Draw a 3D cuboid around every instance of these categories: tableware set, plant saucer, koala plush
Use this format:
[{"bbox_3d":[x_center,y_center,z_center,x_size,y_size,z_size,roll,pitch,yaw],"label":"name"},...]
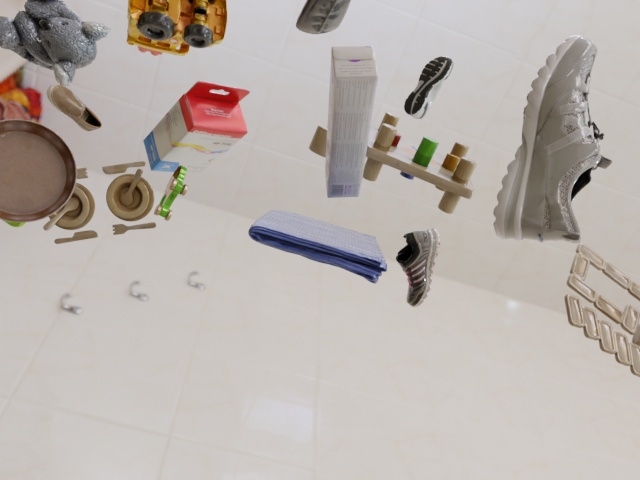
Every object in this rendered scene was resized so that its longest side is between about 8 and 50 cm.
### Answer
[{"bbox_3d":[-0.396,-0.069,1.082,0.039,0.194,0.128,-117,-162,-86],"label":"tableware set"},{"bbox_3d":[-0.485,-0.111,0.985,0.029,0.168,0.168,-14,-121,62],"label":"plant saucer"},{"bbox_3d":[-0.581,-0.453,1.373,0.196,0.221,0.203,-55,148,-7],"label":"koala plush"}]

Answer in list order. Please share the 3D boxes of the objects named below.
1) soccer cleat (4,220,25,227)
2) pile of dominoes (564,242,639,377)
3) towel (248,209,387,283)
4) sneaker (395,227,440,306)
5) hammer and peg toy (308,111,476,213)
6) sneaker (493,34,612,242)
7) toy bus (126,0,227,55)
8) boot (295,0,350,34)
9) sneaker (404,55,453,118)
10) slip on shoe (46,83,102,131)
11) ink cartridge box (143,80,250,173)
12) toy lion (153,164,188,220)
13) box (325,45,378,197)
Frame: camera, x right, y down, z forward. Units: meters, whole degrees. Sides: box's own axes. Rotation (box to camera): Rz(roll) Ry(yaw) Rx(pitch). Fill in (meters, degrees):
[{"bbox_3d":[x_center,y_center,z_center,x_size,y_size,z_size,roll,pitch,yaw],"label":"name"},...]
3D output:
[{"bbox_3d":[-0.579,-0.106,1.097,0.060,0.179,0.072,-31,-173,-5],"label":"soccer cleat"},{"bbox_3d":[0.522,0.145,1.063,0.196,0.251,0.040,-51,178,-40],"label":"pile of dominoes"},{"bbox_3d":[0.000,0.000,1.158,0.336,0.243,0.040,-71,178,-81],"label":"towel"},{"bbox_3d":[0.180,0.052,1.192,0.063,0.074,0.170,-99,-165,-62],"label":"sneaker"},{"bbox_3d":[0.171,-0.207,1.382,0.266,0.361,0.127,-65,178,-69],"label":"hammer and peg toy"},{"bbox_3d":[0.314,-0.122,0.774,0.105,0.115,0.281,29,78,-65],"label":"sneaker"},{"bbox_3d":[-0.351,-0.506,1.439,0.211,0.220,0.150,146,-53,-60],"label":"toy bus"},{"bbox_3d":[-0.008,-0.465,1.149,0.208,0.189,0.076,167,-84,-66],"label":"boot"},{"bbox_3d":[0.173,-0.241,0.964,0.109,0.040,0.043,-54,151,8],"label":"sneaker"},{"bbox_3d":[-0.512,-0.276,1.273,0.051,0.041,0.135,-68,153,-23],"label":"slip on shoe"},{"bbox_3d":[-0.248,-0.226,1.254,0.231,0.134,0.078,-32,-111,42],"label":"ink cartridge box"},{"bbox_3d":[-0.298,-0.101,1.223,0.100,0.034,0.096,-55,-154,14],"label":"toy lion"},{"bbox_3d":[0.045,-0.181,1.010,0.324,0.067,0.063,91,-5,-62],"label":"box"}]
